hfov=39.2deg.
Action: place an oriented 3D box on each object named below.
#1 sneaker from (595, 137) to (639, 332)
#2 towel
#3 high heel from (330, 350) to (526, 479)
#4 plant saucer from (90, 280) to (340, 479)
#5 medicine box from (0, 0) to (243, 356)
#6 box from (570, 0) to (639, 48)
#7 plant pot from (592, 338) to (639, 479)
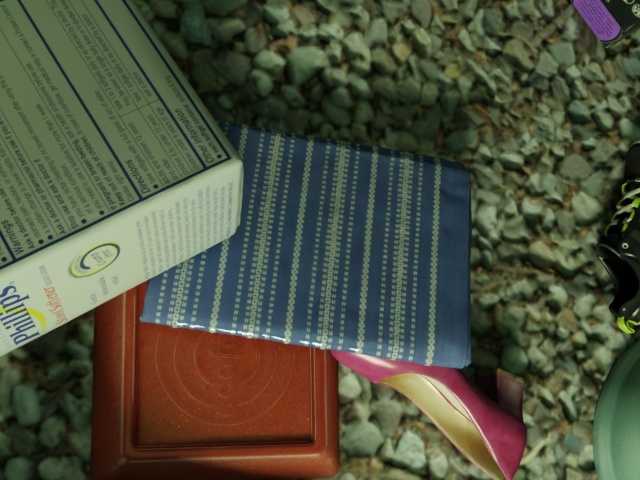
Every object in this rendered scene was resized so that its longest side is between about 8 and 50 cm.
[{"bbox_3d":[0.375,-0.010,1.059,0.097,0.084,0.235,1,80,-15],"label":"sneaker"},{"bbox_3d":[0.000,0.000,0.936,0.335,0.040,0.243,10,62,-9],"label":"towel"},{"bbox_3d":[0.114,0.178,0.954,0.244,0.082,0.117,21,64,-25],"label":"high heel"},{"bbox_3d":[-0.100,0.117,0.921,0.259,0.048,0.259,2,80,-15],"label":"plant saucer"},{"bbox_3d":[-0.259,-0.076,0.820,0.289,0.149,0.263,-28,71,-18],"label":"medicine box"},{"bbox_3d":[0.433,-0.391,1.112,0.270,0.143,0.165,-38,92,-19],"label":"box"},{"bbox_3d":[0.481,0.230,0.989,0.293,0.196,0.293,3,80,-15],"label":"plant pot"}]
